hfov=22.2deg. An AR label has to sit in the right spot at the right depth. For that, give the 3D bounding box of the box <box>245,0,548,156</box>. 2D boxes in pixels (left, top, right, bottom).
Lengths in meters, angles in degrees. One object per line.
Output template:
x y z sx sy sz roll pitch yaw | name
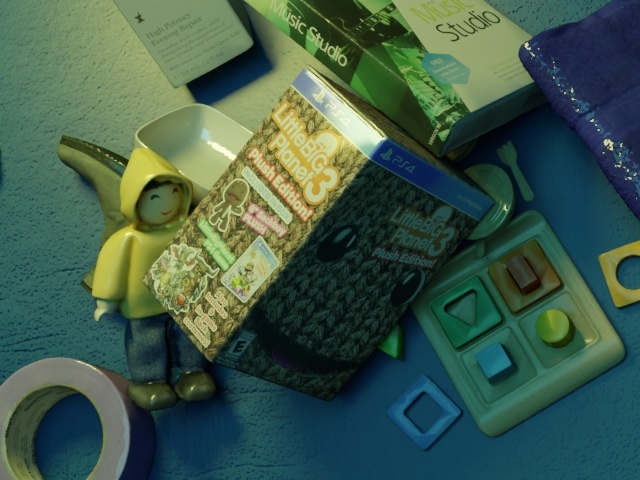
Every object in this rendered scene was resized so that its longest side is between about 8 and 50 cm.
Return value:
0.087 -0.236 1.792 0.322 0.232 0.058 39 130 20 | box

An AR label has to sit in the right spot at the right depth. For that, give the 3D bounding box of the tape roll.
-0.291 0.233 1.880 0.189 0.080 0.189 -3 79 16 | tape roll

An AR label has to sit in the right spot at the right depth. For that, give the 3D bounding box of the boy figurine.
-0.167 0.037 1.814 0.177 0.092 0.285 -7 107 -21 | boy figurine

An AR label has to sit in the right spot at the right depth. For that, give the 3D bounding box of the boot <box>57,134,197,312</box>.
-0.243 -0.009 1.917 0.246 0.083 0.161 32 94 20 | boot

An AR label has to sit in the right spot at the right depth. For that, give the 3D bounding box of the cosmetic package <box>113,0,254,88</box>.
-0.182 -0.302 1.880 0.117 0.231 0.085 -29 36 10 | cosmetic package

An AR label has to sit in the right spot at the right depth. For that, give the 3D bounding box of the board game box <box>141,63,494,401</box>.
0.000 0.000 1.725 0.291 0.232 0.141 -52 54 11 | board game box

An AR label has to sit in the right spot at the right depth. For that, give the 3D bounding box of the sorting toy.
0.208 0.086 1.776 0.347 0.047 0.196 -32 72 8 | sorting toy

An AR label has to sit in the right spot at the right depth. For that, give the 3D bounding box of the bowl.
-0.134 -0.091 1.883 0.142 0.142 0.053 35 129 19 | bowl

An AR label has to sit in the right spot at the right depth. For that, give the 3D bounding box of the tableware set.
0.164 -0.080 1.814 0.128 0.039 0.194 -36 54 21 | tableware set

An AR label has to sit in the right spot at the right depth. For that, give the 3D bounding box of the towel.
0.378 -0.127 1.725 0.227 0.076 0.308 -27 68 -16 | towel
